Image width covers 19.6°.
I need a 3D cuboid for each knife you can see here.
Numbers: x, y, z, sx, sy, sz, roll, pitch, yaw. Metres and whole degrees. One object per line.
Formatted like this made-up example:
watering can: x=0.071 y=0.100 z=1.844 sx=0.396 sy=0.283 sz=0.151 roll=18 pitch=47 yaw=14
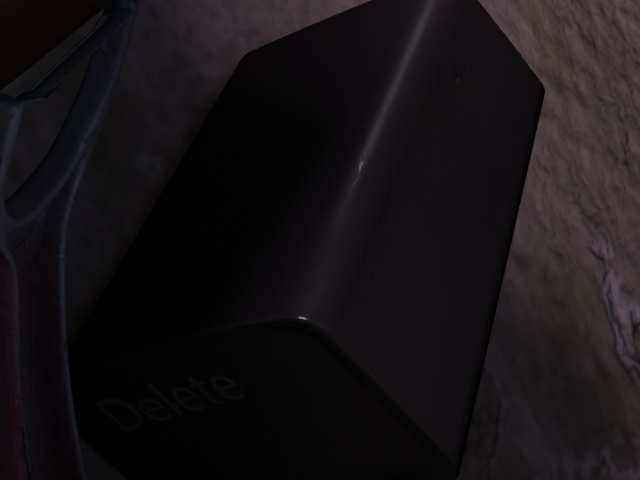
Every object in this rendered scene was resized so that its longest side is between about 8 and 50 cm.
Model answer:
knife: x=-0.104 y=0.044 z=0.734 sx=0.123 sy=0.053 sz=0.278 roll=-50 pitch=149 yaw=-55

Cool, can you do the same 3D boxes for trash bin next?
trash bin: x=0.000 y=0.000 z=0.851 sx=0.115 sy=0.165 sz=0.225 roll=45 pitch=46 yaw=-28

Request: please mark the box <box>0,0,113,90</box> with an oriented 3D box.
box: x=-0.215 y=-0.186 z=0.619 sx=0.229 sy=0.239 sz=0.339 roll=-45 pitch=111 yaw=-48
